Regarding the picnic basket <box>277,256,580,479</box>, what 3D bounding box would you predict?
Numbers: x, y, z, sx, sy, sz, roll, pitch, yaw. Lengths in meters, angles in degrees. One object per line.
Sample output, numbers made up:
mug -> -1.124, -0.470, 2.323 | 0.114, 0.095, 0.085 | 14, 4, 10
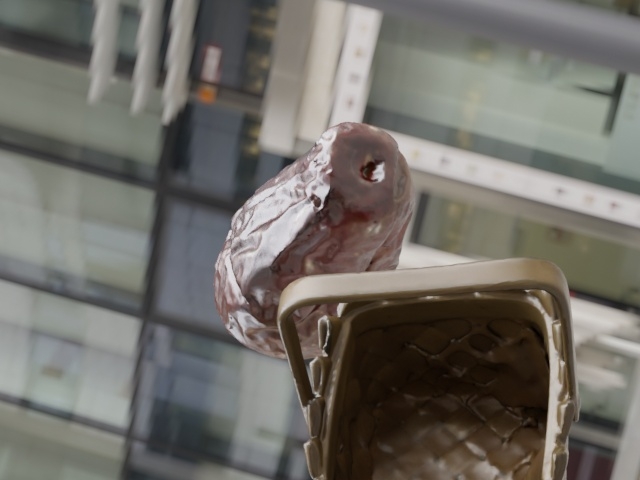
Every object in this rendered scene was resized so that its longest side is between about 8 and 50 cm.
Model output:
picnic basket -> 0.110, 0.141, 1.617 | 0.291, 0.254, 0.321 | -83, -16, -44

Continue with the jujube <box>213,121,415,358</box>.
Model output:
jujube -> 0.000, 0.000, 2.069 | 0.342, 0.216, 0.216 | 118, 176, -50
